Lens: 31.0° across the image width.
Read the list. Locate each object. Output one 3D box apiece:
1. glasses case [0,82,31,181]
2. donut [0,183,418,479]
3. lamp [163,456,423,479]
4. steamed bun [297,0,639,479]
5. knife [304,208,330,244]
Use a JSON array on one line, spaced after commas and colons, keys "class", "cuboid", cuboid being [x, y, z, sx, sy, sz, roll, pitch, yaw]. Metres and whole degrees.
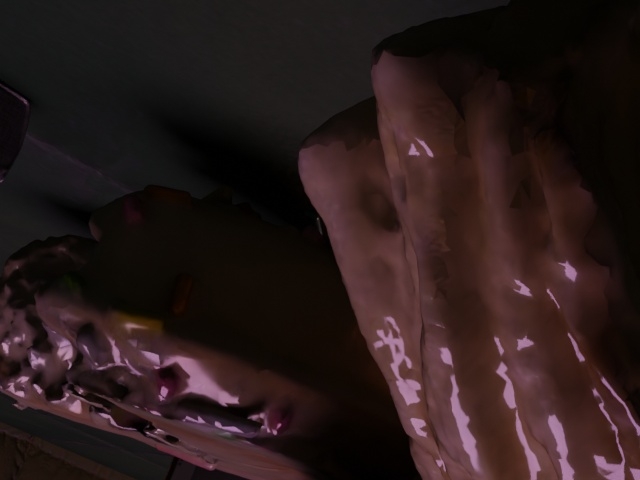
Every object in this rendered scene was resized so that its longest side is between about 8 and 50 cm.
[{"class": "glasses case", "cuboid": [-0.266, -0.061, 0.756, 0.205, 0.071, 0.047, -1, 156, 46]}, {"class": "donut", "cuboid": [-0.069, 0.077, 0.794, 0.307, 0.150, 0.371, 24, 164, -20]}, {"class": "lamp", "cuboid": [0.002, 0.214, 0.931, 0.266, 0.269, 0.047, 14, 157, 18]}, {"class": "steamed bun", "cuboid": [0.134, 0.089, 0.467, 0.189, 0.247, 0.428, -10, 113, 49]}, {"class": "knife", "cuboid": [0.000, 0.000, 0.749, 0.014, 0.005, 0.091, 20, 162, 12]}]
